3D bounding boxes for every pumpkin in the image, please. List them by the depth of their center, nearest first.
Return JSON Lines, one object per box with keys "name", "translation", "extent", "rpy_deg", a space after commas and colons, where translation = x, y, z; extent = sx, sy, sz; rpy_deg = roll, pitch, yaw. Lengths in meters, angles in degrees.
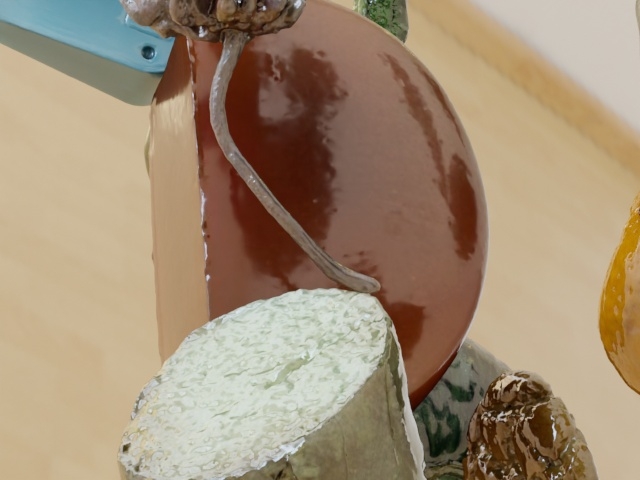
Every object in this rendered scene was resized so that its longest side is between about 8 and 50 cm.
{"name": "pumpkin", "translation": [0.096, 0.179, 1.620], "extent": [0.293, 0.197, 0.263], "rpy_deg": [28, 1, -9]}

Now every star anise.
{"name": "star anise", "translation": [-0.049, -0.086, 1.200], "extent": [0.148, 0.218, 0.227], "rpy_deg": [-6, 102, -75]}

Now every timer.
{"name": "timer", "translation": [-0.214, -0.263, 1.456], "extent": [0.250, 0.091, 0.232], "rpy_deg": [22, 69, -12]}

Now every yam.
{"name": "yam", "translation": [-0.011, 0.193, 0.908], "extent": [0.168, 0.168, 0.304], "rpy_deg": [-32, 113, -59]}

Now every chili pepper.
{"name": "chili pepper", "translation": [0.063, -0.258, 1.791], "extent": [0.122, 0.065, 0.279], "rpy_deg": [-47, 139, -79]}

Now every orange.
{"name": "orange", "translation": [0.258, 0.030, 1.070], "extent": [0.155, 0.178, 0.177], "rpy_deg": [21, 38, -5]}

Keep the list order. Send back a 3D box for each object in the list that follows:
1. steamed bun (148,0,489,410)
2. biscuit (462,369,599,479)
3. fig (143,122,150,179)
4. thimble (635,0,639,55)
{"name": "steamed bun", "translation": [0.000, 0.000, 1.348], "extent": [0.248, 0.235, 0.379], "rpy_deg": [1, 65, -17]}
{"name": "biscuit", "translation": [0.173, 0.221, 1.384], "extent": [0.042, 0.226, 0.226], "rpy_deg": [-4, 59, -20]}
{"name": "fig", "translation": [-0.110, -0.104, 2.050], "extent": [0.207, 0.207, 0.230], "rpy_deg": [23, 24, -41]}
{"name": "thimble", "translation": [0.280, -0.122, 0.914], "extent": [0.211, 0.185, 0.149], "rpy_deg": [47, 0, 3]}
